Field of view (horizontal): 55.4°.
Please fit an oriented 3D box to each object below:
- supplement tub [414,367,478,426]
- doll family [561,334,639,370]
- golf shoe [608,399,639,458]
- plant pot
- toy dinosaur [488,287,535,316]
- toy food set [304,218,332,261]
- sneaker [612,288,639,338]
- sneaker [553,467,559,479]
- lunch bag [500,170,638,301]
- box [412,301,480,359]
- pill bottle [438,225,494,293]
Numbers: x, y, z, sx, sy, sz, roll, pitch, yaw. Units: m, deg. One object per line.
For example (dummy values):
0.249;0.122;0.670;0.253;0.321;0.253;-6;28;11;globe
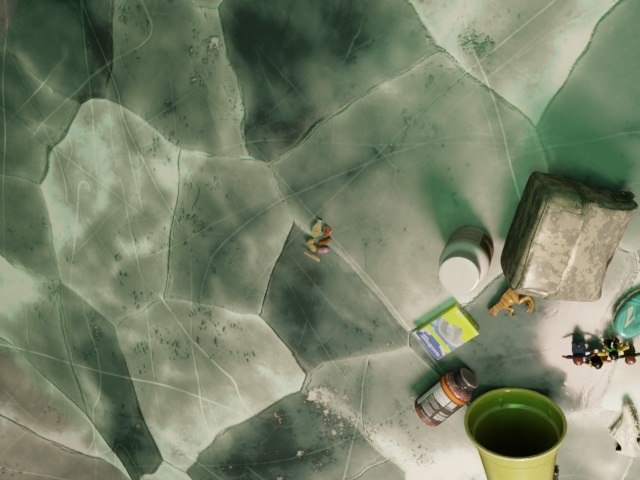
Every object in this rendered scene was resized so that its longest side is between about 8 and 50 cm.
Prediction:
0.384;0.471;1.847;0.106;0.106;0.198;44;117;4;supplement tub
0.754;0.306;1.636;0.193;0.111;0.076;-25;97;27;doll family
0.848;0.529;1.700;0.086;0.069;0.176;-9;102;31;golf shoe
0.566;0.613;1.753;0.276;0.276;0.254;-2;118;23;plant pot
0.545;0.148;1.697;0.112;0.064;0.212;32;116;11;toy dinosaur
0.000;0.000;1.897;0.077;0.019;0.122;30;108;10;toy food set
0.867;0.162;1.544;0.107;0.110;0.275;49;118;1;sneaker
0.690;0.771;1.851;0.089;0.051;0.170;-5;102;28;sneaker
0.624;0.002;1.535;0.255;0.213;0.305;11;115;1;lunch bag
0.371;0.276;1.822;0.178;0.042;0.109;-41;89;27;box
0.389;0.053;1.635;0.131;0.229;0.131;7;110;20;pill bottle
